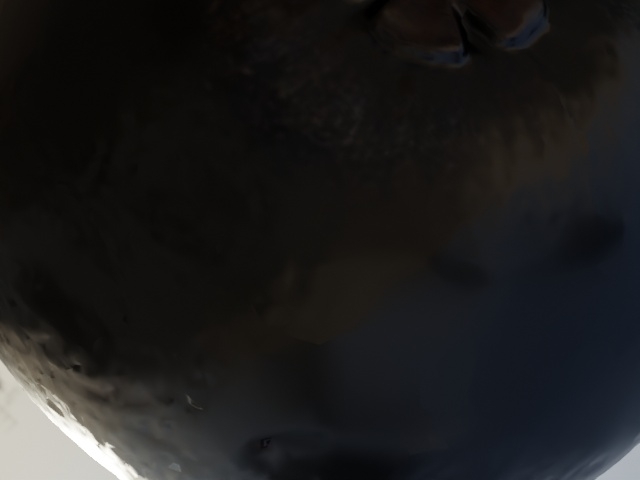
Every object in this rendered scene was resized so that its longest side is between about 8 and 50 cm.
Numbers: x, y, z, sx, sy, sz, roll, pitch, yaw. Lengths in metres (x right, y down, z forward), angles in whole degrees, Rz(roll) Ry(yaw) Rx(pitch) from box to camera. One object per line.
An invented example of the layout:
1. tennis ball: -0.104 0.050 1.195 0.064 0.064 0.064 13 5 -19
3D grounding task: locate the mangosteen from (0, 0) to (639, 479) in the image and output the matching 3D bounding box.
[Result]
1. mangosteen: 0.000 0.000 0.562 0.275 0.275 0.302 -53 173 -33
